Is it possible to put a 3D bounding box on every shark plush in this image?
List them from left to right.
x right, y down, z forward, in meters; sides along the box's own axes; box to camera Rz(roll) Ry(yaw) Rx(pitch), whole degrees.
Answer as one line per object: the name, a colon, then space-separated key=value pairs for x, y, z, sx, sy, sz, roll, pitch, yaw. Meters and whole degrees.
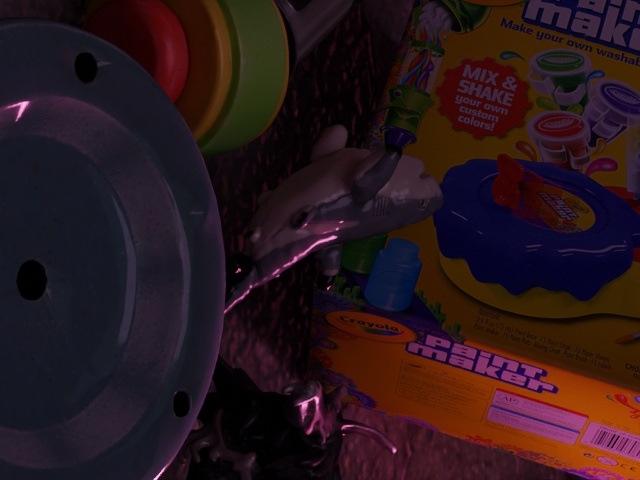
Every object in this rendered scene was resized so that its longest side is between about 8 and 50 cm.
shark plush: x=0.000 y=0.000 z=0.870 sx=0.161 sy=0.073 sz=0.067 roll=-44 pitch=123 yaw=-25

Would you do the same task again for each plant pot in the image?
plant pot: x=-0.188 y=0.018 z=0.602 sx=0.271 sy=0.255 sz=0.272 roll=0 pitch=89 yaw=-53

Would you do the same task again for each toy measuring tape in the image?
toy measuring tape: x=-0.070 y=-0.041 z=0.875 sx=0.121 sy=0.121 sz=0.330 roll=-11 pitch=98 yaw=-52

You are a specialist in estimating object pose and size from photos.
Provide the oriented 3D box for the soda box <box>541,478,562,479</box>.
soda box: x=0.193 y=0.302 z=1.246 sx=0.067 sy=0.071 sz=0.210 roll=4 pitch=86 yaw=-53

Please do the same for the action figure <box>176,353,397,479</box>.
action figure: x=-0.069 y=0.126 z=0.791 sx=0.275 sy=0.141 sz=0.164 roll=-25 pitch=66 yaw=-29

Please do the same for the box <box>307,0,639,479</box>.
box: x=0.170 y=-0.011 z=1.012 sx=0.177 sy=0.289 sz=0.279 roll=94 pitch=14 yaw=-64

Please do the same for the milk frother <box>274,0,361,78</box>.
milk frother: x=-0.034 y=-0.192 z=0.958 sx=0.143 sy=0.129 sz=0.135 roll=36 pitch=48 yaw=5
